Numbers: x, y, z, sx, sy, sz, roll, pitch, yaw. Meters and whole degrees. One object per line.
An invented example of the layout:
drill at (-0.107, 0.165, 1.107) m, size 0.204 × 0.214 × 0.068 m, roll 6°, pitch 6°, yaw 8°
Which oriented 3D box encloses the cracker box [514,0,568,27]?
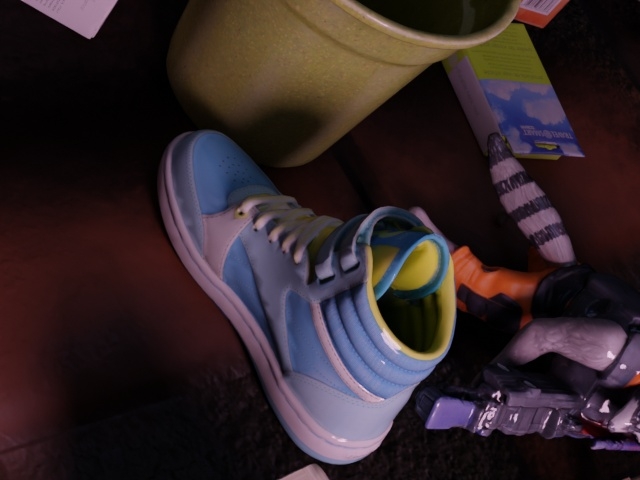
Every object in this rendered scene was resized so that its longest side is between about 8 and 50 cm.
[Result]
cracker box at (0.188, -0.365, 1.834) m, size 0.155 × 0.067 × 0.232 m, roll 11°, pitch 50°, yaw -30°

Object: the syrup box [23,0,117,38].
syrup box at (-0.271, -0.290, 1.413) m, size 0.237 × 0.093 × 0.096 m, roll 28°, pitch 44°, yaw -15°

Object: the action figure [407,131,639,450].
action figure at (0.197, 0.067, 1.398) m, size 0.341 × 0.178 × 0.330 m, roll 2°, pitch 36°, yaw -51°

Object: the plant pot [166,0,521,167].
plant pot at (-0.005, -0.207, 1.426) m, size 0.276 × 0.254 × 0.276 m, roll 20°, pitch 48°, yaw -24°

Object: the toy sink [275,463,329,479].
toy sink at (-0.022, 0.300, 1.083) m, size 0.131 × 0.153 × 0.234 m, roll -20°, pitch 71°, yaw -44°

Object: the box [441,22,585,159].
box at (0.197, -0.152, 1.687) m, size 0.109 × 0.042 × 0.178 m, roll 0°, pitch 57°, yaw -36°

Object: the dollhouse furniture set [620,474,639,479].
dollhouse furniture set at (0.344, 0.246, 1.398) m, size 0.123 × 0.151 × 0.144 m, roll -12°, pitch 67°, yaw -42°

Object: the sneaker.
sneaker at (0.000, 0.000, 1.297) m, size 0.127 × 0.208 × 0.319 m, roll -19°, pitch 69°, yaw -42°
